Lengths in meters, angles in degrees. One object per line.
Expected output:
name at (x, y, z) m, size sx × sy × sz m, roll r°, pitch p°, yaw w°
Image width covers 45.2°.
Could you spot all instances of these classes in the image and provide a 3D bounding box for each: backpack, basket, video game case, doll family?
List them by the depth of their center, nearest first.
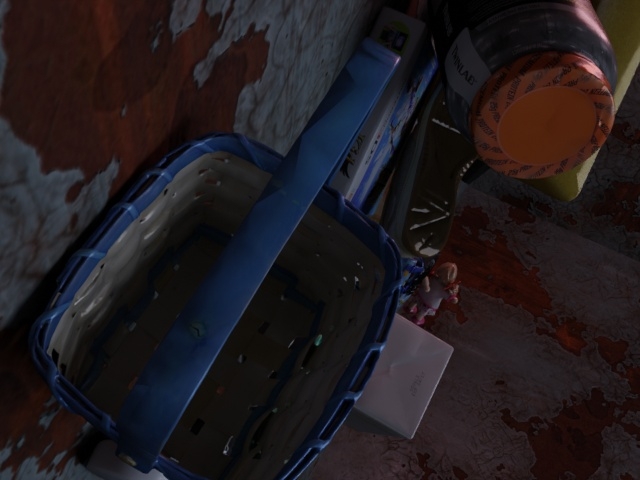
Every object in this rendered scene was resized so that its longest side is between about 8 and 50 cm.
basket at (-0.051, 0.033, 0.495) m, size 0.254 × 0.201 × 0.289 m, roll -57°, pitch 176°, yaw -28°
video game case at (0.076, -0.154, 1.028) m, size 0.244 × 0.061 × 0.269 m, roll -65°, pitch 169°, yaw 7°
backpack at (0.101, 0.050, 1.372) m, size 0.117 × 0.158 × 0.173 m, roll -30°, pitch 156°, yaw -57°
doll family at (0.152, 0.029, 1.463) m, size 0.118 × 0.263 × 0.163 m, roll 4°, pitch 129°, yaw -41°

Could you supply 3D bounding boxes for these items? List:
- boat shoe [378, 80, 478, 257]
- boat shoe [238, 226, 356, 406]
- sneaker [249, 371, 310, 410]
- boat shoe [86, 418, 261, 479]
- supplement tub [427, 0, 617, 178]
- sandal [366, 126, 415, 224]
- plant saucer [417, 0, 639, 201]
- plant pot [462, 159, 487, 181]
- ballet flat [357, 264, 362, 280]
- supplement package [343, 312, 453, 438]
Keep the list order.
boat shoe at (0.154, -0.112, 1.105) m, size 0.098 × 0.109 × 0.302 m, roll -10°, pitch -124°, yaw 56°
boat shoe at (-0.043, 0.085, 0.879) m, size 0.103 × 0.118 × 0.320 m, roll -61°, pitch 176°, yaw -37°
sneaker at (-0.060, 0.232, 1.173) m, size 0.146 × 0.134 × 0.343 m, roll -22°, pitch 161°, yaw -15°
boat shoe at (-0.115, 0.210, 0.762) m, size 0.301 × 0.108 × 0.102 m, roll 47°, pitch 56°, yaw -58°
supplement tub at (0.238, -0.233, 0.931) m, size 0.316 × 0.194 × 0.193 m, roll -90°, pitch -170°, yaw -45°
sandal at (0.121, -0.100, 1.274) m, size 0.240 × 0.088 × 0.079 m, roll -56°, pitch 173°, yaw -14°
plant saucer at (0.293, -0.271, 1.152) m, size 0.081 × 0.333 × 0.332 m, roll 3°, pitch 114°, yaw -42°
plant pot at (0.337, -0.233, 1.765) m, size 0.167 × 0.187 × 0.188 m, roll -54°, pitch 170°, yaw 8°
ballet flat at (0.019, 0.045, 1.149) m, size 0.221 × 0.079 × 0.077 m, roll -48°, pitch 161°, yaw -53°
supplement package at (0.079, 0.238, 1.402) m, size 0.177 × 0.175 × 0.293 m, roll -61°, pitch -173°, yaw -17°
